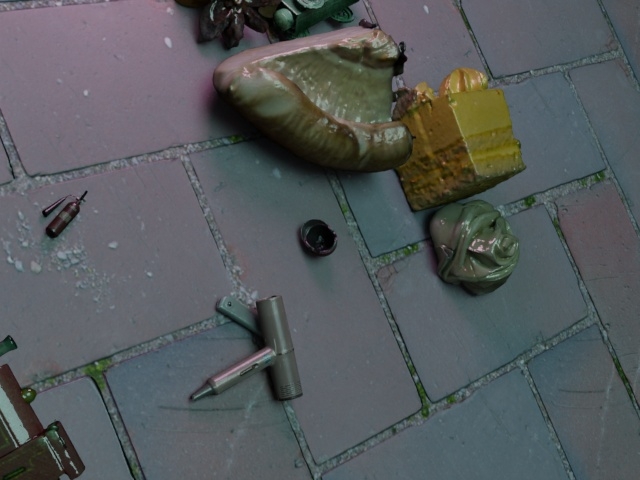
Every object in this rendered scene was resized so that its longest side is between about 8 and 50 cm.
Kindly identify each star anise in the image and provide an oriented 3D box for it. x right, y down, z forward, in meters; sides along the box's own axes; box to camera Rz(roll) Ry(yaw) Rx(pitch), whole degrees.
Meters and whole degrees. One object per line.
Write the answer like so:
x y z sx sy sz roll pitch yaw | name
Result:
-0.159 -0.492 1.972 0.197 0.073 0.212 -15 124 -29 | star anise

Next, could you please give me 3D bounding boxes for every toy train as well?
-0.029 -0.547 2.152 0.189 0.126 0.307 36 47 19 | toy train
-0.493 0.272 1.370 0.222 0.150 0.304 -29 93 -13 | toy train

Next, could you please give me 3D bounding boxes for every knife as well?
-0.125 0.150 1.828 0.162 0.023 0.044 34 62 -23 | knife

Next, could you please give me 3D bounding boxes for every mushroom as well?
-0.026 -0.271 1.993 0.398 0.224 0.313 -15 109 -25 | mushroom

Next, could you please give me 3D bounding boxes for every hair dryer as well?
-0.148 0.214 1.762 0.221 0.054 0.195 -11 90 -30 | hair dryer

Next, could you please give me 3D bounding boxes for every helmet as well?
-0.001 -0.001 1.971 0.065 0.049 0.084 -37 68 -8 | helmet

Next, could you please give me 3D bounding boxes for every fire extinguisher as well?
-0.446 -0.051 1.667 0.046 0.032 0.100 22 52 12 | fire extinguisher

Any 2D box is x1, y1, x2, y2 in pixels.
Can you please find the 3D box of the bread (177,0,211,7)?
-0.255 -0.527 1.980 0.083 0.070 0.076 -1 71 -35 | bread

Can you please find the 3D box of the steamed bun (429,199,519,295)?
0.364 0.014 2.176 0.211 0.144 0.217 -5 85 -36 | steamed bun

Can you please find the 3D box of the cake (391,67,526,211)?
0.297 -0.241 2.190 0.228 0.222 0.285 -15 82 -43 | cake
